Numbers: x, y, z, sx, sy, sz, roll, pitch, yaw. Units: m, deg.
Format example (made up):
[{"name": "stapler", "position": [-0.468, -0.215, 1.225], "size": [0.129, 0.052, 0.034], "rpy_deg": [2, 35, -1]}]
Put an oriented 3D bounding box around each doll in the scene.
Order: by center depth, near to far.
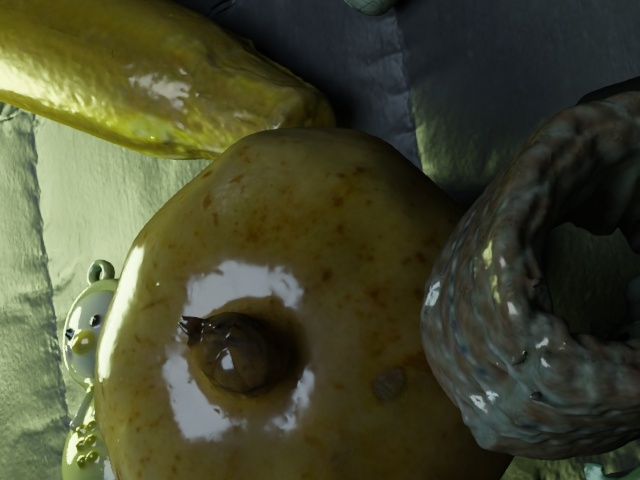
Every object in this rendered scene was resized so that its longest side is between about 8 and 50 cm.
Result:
[{"name": "doll", "position": [-0.183, 0.155, 1.738], "size": [0.141, 0.117, 0.296], "rpy_deg": [-31, 67, 37]}]

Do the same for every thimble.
[{"name": "thimble", "position": [0.180, 0.020, 1.220], "size": [0.196, 0.229, 0.148], "rpy_deg": [59, 152, 15]}]

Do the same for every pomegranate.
[{"name": "pomegranate", "position": [-0.011, 0.089, 1.367], "size": [0.342, 0.342, 0.342], "rpy_deg": [-3, 86, 45]}]

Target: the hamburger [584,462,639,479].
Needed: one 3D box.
[{"name": "hamburger", "position": [0.247, 0.210, 1.148], "size": [0.214, 0.125, 0.235], "rpy_deg": [-45, 76, 16]}]

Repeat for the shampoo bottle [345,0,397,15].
[{"name": "shampoo bottle", "position": [0.090, -0.264, 1.517], "size": [0.204, 0.065, 0.065], "rpy_deg": [-44, 59, 35]}]

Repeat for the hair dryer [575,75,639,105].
[{"name": "hair dryer", "position": [0.268, -0.160, 1.333], "size": [0.197, 0.089, 0.251], "rpy_deg": [-16, 68, 46]}]

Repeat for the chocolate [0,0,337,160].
[{"name": "chocolate", "position": [-0.160, -0.143, 1.720], "size": [0.445, 0.162, 0.162], "rpy_deg": [25, 106, 39]}]

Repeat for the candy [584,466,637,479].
[{"name": "candy", "position": [0.138, 0.317, 1.366], "size": [0.358, 0.145, 0.208], "rpy_deg": [-39, 75, 38]}]
